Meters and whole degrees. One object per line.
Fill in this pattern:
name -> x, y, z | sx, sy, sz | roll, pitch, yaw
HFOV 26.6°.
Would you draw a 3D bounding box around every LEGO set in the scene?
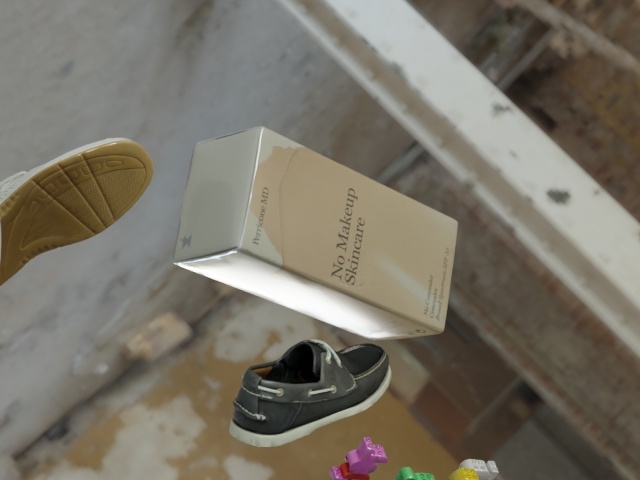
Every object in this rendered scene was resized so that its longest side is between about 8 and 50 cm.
LEGO set -> 0.139, 0.299, 1.678 | 0.227, 0.087, 0.093 | 10, 127, -25

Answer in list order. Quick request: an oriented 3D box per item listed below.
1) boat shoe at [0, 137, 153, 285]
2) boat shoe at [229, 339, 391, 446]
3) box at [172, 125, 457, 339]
boat shoe -> -0.312, -0.036, 1.450 | 0.277, 0.098, 0.096 | -30, -148, -3
boat shoe -> -0.001, 0.140, 1.390 | 0.233, 0.084, 0.079 | -17, 114, -50
box -> 0.000, 0.000, 1.502 | 0.311, 0.148, 0.121 | 22, 159, -39
